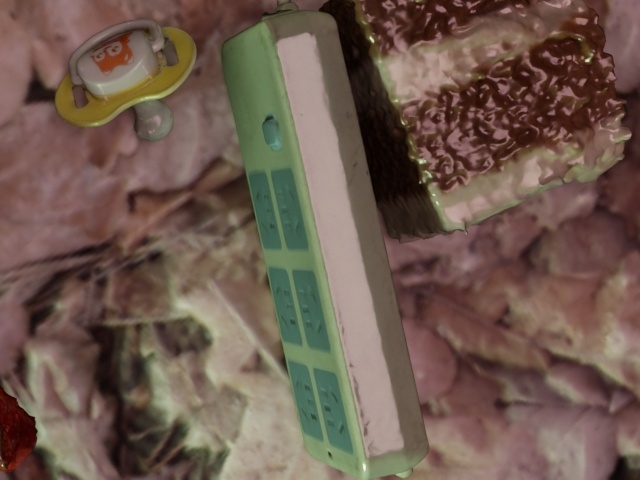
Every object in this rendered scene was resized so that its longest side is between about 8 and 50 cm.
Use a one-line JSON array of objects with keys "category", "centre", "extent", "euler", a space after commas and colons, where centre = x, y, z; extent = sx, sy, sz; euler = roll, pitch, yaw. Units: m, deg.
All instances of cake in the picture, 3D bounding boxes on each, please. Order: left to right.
[{"category": "cake", "centre": [0.081, -0.084, 0.881], "extent": [0.135, 0.134, 0.147], "euler": [-22, 89, -13]}]

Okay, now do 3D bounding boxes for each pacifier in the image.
[{"category": "pacifier", "centre": [-0.102, -0.083, 0.876], "extent": [0.083, 0.068, 0.064], "euler": [-25, 132, 2]}]

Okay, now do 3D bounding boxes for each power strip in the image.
[{"category": "power strip", "centre": [0.000, 0.000, 0.864], "extent": [0.046, 0.118, 0.270], "euler": [-13, 94, -13]}]

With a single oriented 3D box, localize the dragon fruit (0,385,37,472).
[{"category": "dragon fruit", "centre": [-0.229, 0.055, 0.838], "extent": [0.092, 0.122, 0.192], "euler": [-37, 107, 27]}]
